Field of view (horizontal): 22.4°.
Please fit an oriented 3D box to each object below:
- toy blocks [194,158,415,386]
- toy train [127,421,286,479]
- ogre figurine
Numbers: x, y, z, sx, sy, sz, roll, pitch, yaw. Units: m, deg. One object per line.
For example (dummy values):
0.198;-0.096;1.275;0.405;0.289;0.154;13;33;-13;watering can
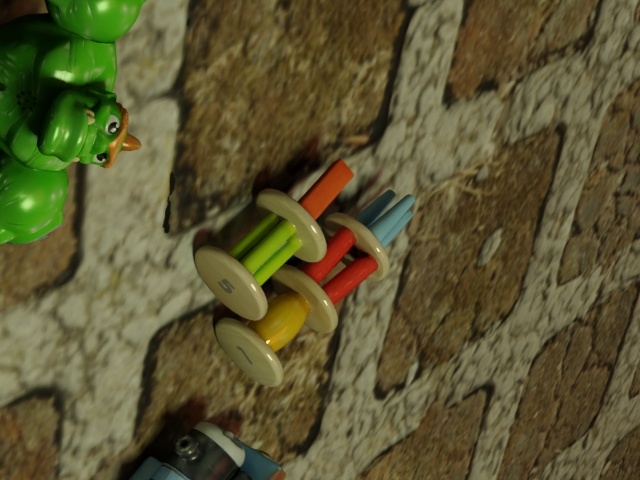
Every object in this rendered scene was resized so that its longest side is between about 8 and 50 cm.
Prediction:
0.000;0.000;0.954;0.148;0.054;0.123;-44;149;-25;toy blocks
-0.096;0.187;0.960;0.184;0.080;0.105;-49;144;-18;toy train
-0.135;-0.068;0.644;0.118;0.097;0.197;7;96;-40;ogre figurine
